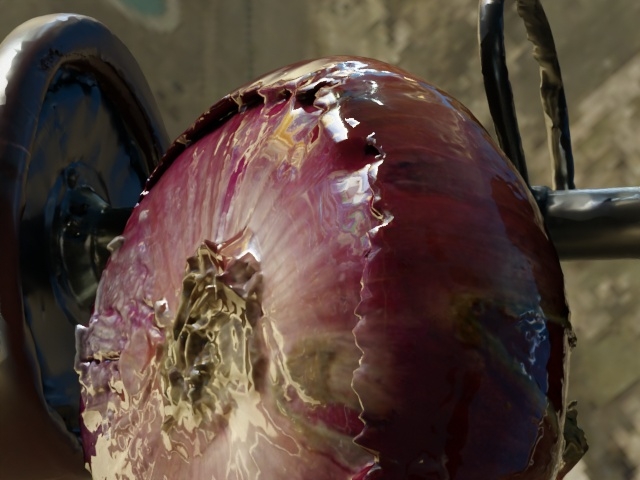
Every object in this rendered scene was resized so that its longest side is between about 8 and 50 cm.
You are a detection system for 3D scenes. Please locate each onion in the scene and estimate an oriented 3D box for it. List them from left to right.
[{"bbox_3d":[0.002,0.054,0.712,0.161,0.248,0.248,29,31,-45],"label":"onion"}]

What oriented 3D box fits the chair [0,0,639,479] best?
[{"bbox_3d":[0.000,0.000,0.828,0.226,0.401,0.226,-4,90,-73],"label":"chair"}]
